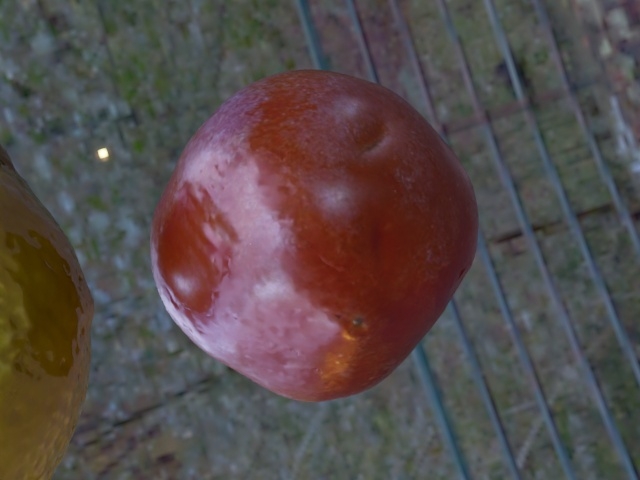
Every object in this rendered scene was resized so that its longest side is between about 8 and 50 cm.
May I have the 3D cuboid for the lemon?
[{"bbox_3d":[-0.310,0.083,0.968,0.336,0.336,0.336,162,90,-84],"label":"lemon"}]

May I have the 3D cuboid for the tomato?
[{"bbox_3d":[-0.003,-0.001,1.001,0.188,0.232,0.232,50,159,45],"label":"tomato"}]
